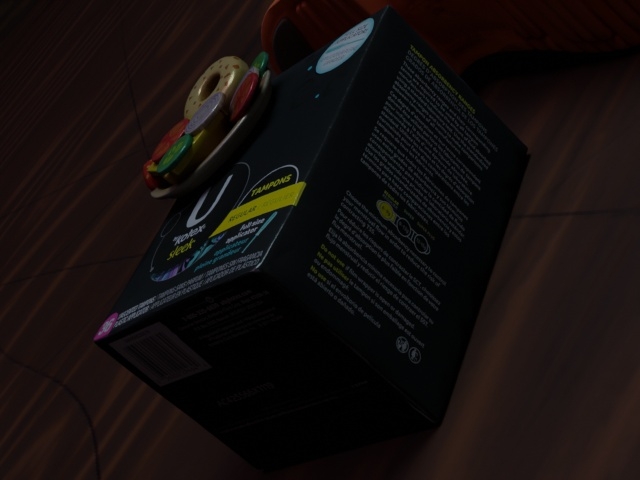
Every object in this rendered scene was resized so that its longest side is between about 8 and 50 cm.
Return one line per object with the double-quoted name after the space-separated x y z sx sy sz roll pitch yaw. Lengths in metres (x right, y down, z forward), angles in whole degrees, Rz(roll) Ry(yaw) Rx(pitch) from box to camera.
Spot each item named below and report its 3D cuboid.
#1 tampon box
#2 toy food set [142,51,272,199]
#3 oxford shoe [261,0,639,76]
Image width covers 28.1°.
0.000 0.000 0.569 0.120 0.101 0.161 -25 31 44 "tampon box"
-0.052 -0.053 0.591 0.083 0.020 0.082 -53 20 -14 "toy food set"
0.103 -0.166 0.633 0.364 0.130 0.132 -13 34 55 "oxford shoe"
